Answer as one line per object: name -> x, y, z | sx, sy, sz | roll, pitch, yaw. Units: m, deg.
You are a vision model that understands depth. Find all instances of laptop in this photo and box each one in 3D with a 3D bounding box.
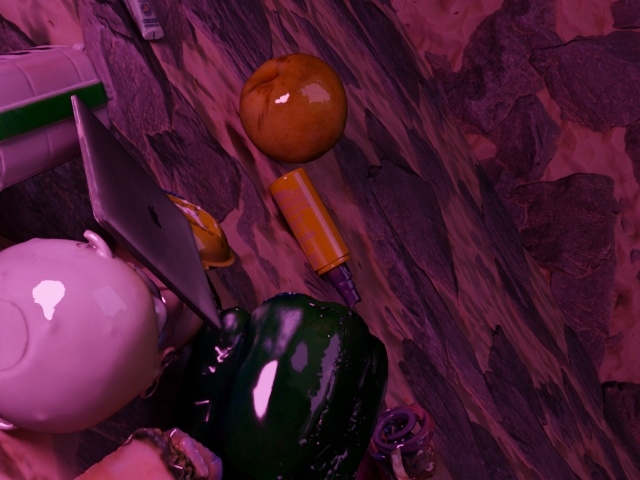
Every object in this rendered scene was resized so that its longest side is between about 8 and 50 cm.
laptop -> -0.192, -0.024, 1.025 | 0.269, 0.015, 0.187 | 55, 11, -53

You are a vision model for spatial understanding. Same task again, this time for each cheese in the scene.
cheese -> -0.202, -0.025, 1.269 | 0.177, 0.069, 0.270 | 23, 16, -25

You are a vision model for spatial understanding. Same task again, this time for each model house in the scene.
model house -> -0.157, 0.301, 0.949 | 0.182, 0.166, 0.172 | 57, 9, 16

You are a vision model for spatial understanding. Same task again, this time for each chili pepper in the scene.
chili pepper -> -0.046, 0.204, 1.125 | 0.233, 0.249, 0.256 | 36, 52, -25

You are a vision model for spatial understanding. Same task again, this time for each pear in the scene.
pear -> -0.045, -0.244, 1.736 | 0.209, 0.209, 0.208 | 44, 29, -33

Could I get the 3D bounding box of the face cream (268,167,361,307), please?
face cream -> 0.000, 0.000, 1.712 | 0.273, 0.078, 0.078 | 61, 24, 1

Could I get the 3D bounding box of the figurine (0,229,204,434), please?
figurine -> -0.256, 0.072, 1.055 | 0.275, 0.226, 0.394 | 37, 12, 16

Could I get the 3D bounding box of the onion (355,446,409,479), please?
onion -> 0.015, 0.380, 1.227 | 0.200, 0.201, 0.207 | -89, -177, -48

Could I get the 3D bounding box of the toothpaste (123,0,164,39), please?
toothpaste -> -0.341, -0.456, 1.590 | 0.239, 0.039, 0.062 | 62, 28, -1

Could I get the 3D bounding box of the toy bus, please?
toy bus -> -0.362, -0.118, 0.967 | 0.305, 0.179, 0.143 | -45, 125, -65

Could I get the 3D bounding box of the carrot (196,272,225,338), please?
carrot -> -0.140, 0.160, 1.295 | 0.066, 0.066, 0.314 | 9, 52, -60

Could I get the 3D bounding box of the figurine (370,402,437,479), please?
figurine -> 0.148, 0.354, 1.604 | 0.114, 0.126, 0.157 | 29, -26, 34
